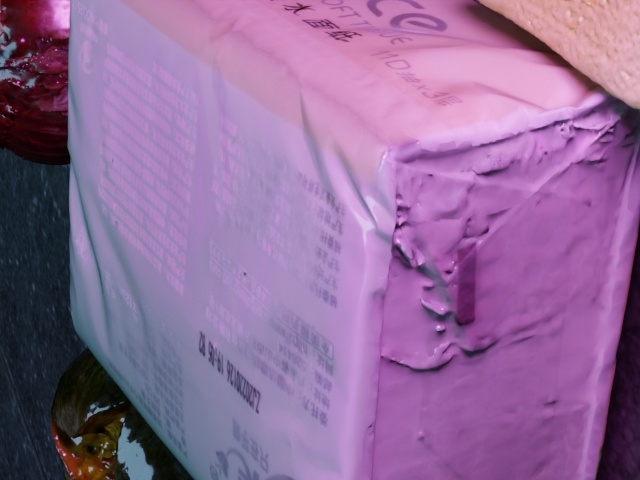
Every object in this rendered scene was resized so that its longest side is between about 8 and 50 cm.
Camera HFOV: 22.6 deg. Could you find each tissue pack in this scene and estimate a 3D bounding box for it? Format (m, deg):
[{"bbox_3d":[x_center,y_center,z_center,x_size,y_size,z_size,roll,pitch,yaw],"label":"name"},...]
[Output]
[{"bbox_3d":[0.000,0.000,1.001,0.405,0.205,0.331,39,134,50],"label":"tissue pack"}]

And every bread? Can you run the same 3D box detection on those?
[{"bbox_3d":[0.144,-0.155,0.812,0.188,0.068,0.125,45,138,46],"label":"bread"}]

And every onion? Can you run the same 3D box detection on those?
[{"bbox_3d":[-0.252,-0.182,1.395,0.252,0.219,0.252,28,122,60],"label":"onion"}]

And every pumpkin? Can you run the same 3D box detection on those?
[{"bbox_3d":[-0.130,0.186,1.380,0.238,0.159,0.238,47,148,42],"label":"pumpkin"}]
